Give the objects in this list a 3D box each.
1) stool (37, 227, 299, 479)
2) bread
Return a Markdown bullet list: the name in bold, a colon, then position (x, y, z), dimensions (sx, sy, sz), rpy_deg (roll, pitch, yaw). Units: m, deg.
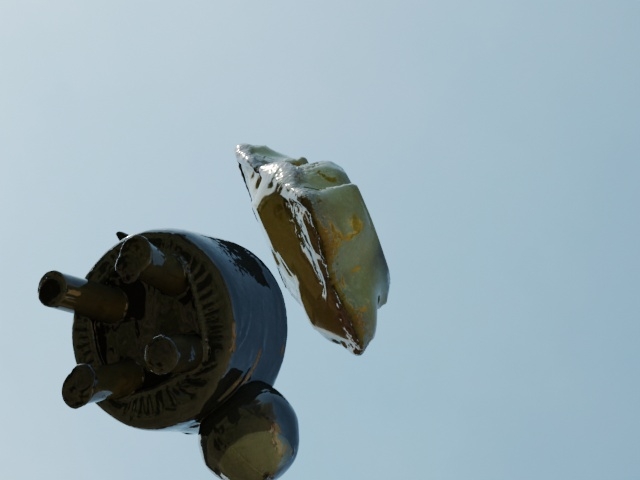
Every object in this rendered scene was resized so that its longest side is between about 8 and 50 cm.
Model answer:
- **stool**: position (-0.102, 0.076, 1.322), dimensions (0.228, 0.139, 0.153), rpy_deg (29, -82, 30)
- **bread**: position (0.000, 0.000, 1.515), dimensions (0.160, 0.088, 0.233), rpy_deg (63, -5, -22)
